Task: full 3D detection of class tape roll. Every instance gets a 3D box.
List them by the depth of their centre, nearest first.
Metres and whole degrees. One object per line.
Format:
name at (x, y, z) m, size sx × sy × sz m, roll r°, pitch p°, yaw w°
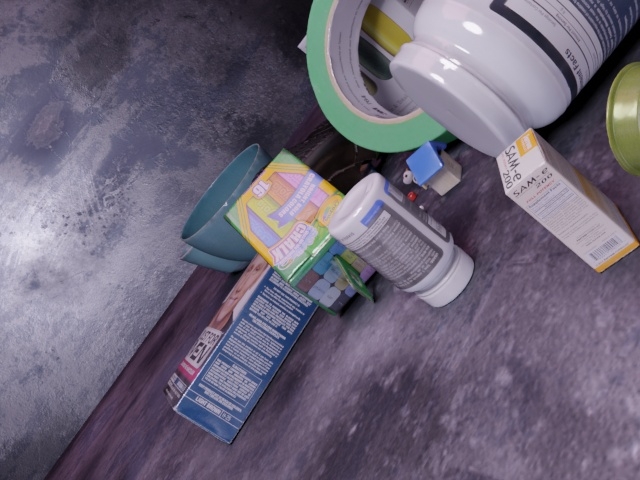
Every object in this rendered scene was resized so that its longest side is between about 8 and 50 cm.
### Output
tape roll at (0.119, -0.289, 0.844) m, size 0.077 × 0.321 × 0.321 m, roll -14°, pitch -21°, yaw -48°

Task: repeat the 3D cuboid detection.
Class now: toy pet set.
toy pet set at (0.127, -0.073, 0.775) m, size 0.114 × 0.065 × 0.122 m, roll -42°, pitch 18°, yaw 38°

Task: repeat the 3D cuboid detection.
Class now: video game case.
video game case at (0.048, -0.090, 1.178) m, size 0.166 × 0.015 × 0.119 m, roll -50°, pitch 14°, yaw 12°

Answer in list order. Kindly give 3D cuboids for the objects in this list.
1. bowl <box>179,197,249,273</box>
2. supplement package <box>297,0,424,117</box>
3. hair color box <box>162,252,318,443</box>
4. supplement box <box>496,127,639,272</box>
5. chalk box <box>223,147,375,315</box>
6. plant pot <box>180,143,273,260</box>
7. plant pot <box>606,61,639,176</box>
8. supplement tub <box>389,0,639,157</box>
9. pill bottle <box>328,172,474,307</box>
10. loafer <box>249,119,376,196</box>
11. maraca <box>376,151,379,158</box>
bowl at (-0.249, -0.028, 1.683) m, size 0.311 × 0.163 × 0.311 m, roll -49°, pitch 15°, yaw 18°
supplement package at (0.141, -0.382, 1.075) m, size 0.199 × 0.263 × 0.198 m, roll -38°, pitch 20°, yaw 48°
hair color box at (-0.106, 0.133, 0.943) m, size 0.347 × 0.105 × 0.174 m, roll -56°, pitch 15°, yaw -16°
supplement box at (0.179, -0.030, 0.427) m, size 0.036 × 0.098 × 0.062 m, roll -45°, pitch 15°, yaw 30°
chalk box at (0.000, 0.000, 0.769) m, size 0.132 × 0.132 × 0.213 m, roll -49°, pitch 53°, yaw 0°
plant pot at (-0.169, -0.061, 1.406) m, size 0.290 × 0.195 × 0.290 m, roll -42°, pitch 22°, yaw 22°
plant pot at (0.254, -0.087, 0.392) m, size 0.083 × 0.083 × 0.079 m, roll -57°, pitch 26°, yaw -16°
supplement tub at (0.223, -0.244, 0.619) m, size 0.272 × 0.191 × 0.191 m, roll -51°, pitch 14°, yaw 5°
pill bottle at (0.082, 0.003, 0.582) m, size 0.078 × 0.137 × 0.078 m, roll -48°, pitch 15°, yaw 17°
loafer at (0.017, -0.121, 1.003) m, size 0.134 × 0.130 × 0.366 m, roll -15°, pitch 21°, yaw 40°
maraca at (0.112, -0.249, 1.191) m, size 0.185 × 0.099 × 0.127 m, roll -89°, pitch -4°, yaw -45°
